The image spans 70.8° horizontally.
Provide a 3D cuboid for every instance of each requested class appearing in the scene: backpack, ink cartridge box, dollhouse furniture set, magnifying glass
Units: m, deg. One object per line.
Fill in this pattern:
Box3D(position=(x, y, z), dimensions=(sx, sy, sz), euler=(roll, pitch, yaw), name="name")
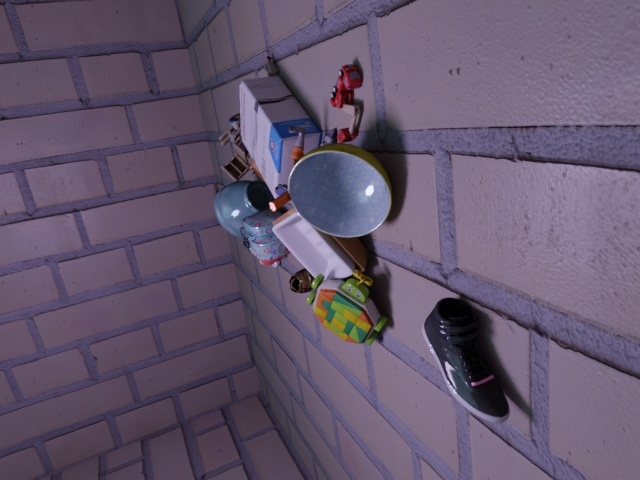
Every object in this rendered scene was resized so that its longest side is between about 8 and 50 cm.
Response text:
Box3D(position=(-0.234, -0.025, 2.073), dimensions=(0.253, 0.225, 0.190), euler=(43, 148, 47), name="backpack")
Box3D(position=(-0.165, -0.397, 1.717), dimensions=(0.394, 0.167, 0.285), euler=(59, 153, 33), name="ink cartridge box")
Box3D(position=(-0.401, -0.399, 2.199), dimensions=(0.212, 0.161, 0.242), euler=(44, 172, 2), name="dollhouse furniture set")
Box3D(position=(-0.074, -0.144, 1.316), dimensions=(0.026, 0.231, 0.092), euler=(6, 120, 29), name="magnifying glass")

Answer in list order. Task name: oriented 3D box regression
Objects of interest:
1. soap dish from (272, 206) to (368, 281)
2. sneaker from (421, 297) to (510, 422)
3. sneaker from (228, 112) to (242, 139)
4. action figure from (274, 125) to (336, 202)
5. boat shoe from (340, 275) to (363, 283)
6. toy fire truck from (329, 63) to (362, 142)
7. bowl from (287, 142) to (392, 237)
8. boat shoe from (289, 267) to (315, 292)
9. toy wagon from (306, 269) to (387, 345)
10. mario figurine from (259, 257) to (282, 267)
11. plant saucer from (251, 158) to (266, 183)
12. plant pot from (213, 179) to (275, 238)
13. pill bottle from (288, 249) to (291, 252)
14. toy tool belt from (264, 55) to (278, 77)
Box3D(position=(0.000, 0.000, 1.477), dimensions=(0.291, 0.118, 0.229), euler=(47, 147, -11), name="soap dish")
Box3D(position=(0.330, 0.256, 1.019), dimensions=(0.146, 0.105, 0.295), euler=(90, 159, -46), name="sneaker")
Box3D(position=(-0.346, -0.534, 2.199), dimensions=(0.296, 0.112, 0.130), euler=(46, 163, 53), name="sneaker")
Box3D(position=(0.018, -0.188, 1.510), dimensions=(0.342, 0.178, 0.330), euler=(30, 146, 20), name="action figure")
Box3D(position=(0.094, 0.164, 1.582), dimensions=(0.073, 0.080, 0.223), euler=(57, 158, 27), name="boat shoe")
Box3D(position=(0.079, -0.386, 1.286), dimensions=(0.135, 0.047, 0.192), euler=(66, 157, 19), name="toy fire truck")
Box3D(position=(0.070, -0.165, 1.268), dimensions=(0.156, 0.290, 0.289), euler=(-65, -14, -45), name="bowl")
Box3D(position=(-0.093, 0.182, 2.022), dimensions=(0.110, 0.105, 0.307), euler=(70, 158, 11), name="boat shoe")
Box3D(position=(0.086, 0.214, 1.470), dimensions=(0.267, 0.068, 0.344), euler=(33, 147, 12), name="toy wagon")
Box3D(position=(-0.298, 0.070, 2.349), dimensions=(0.321, 0.198, 0.169), euler=(-163, 72, -70), name="mario figurine")
Box3D(position=(-0.245, -0.289, 2.035), dimensions=(0.200, 0.037, 0.200), euler=(45, 176, 4), name="plant saucer")
Box3D(position=(-0.349, -0.179, 2.225), dimensions=(0.196, 0.293, 0.292), euler=(-27, 78, 42), name="plant pot")
Box3D(position=(-0.078, 0.026, 1.906), dimensions=(0.152, 0.086, 0.085), euler=(10, 114, 66), name="pill bottle")
Box3D(position=(-0.200, -0.677, 1.775), dimensions=(0.051, 0.052, 0.083), euler=(-48, 58, 55), name="toy tool belt")
